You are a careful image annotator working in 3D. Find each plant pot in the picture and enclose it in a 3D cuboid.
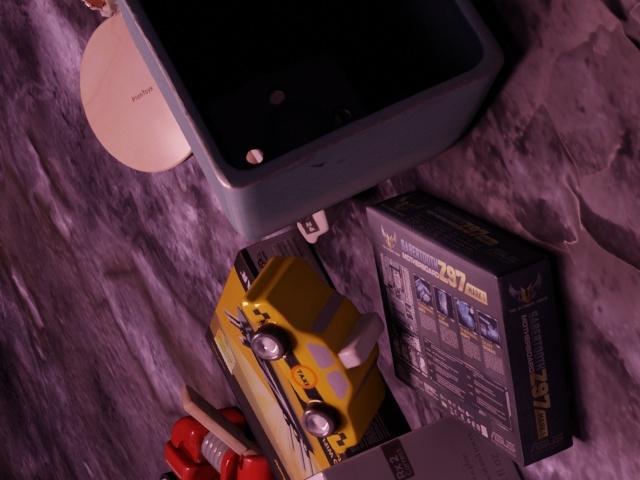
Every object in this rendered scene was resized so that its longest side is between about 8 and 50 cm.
[{"bbox_3d":[-0.018,-0.142,1.491,0.248,0.247,0.252,61,169,19],"label":"plant pot"}]

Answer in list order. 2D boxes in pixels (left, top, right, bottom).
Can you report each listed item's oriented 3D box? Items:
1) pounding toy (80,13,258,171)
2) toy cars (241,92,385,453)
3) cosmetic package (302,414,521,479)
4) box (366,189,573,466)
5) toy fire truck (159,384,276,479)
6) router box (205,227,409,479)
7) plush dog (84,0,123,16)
[{"bbox_3d":[-0.146,-0.174,1.952,0.236,0.110,0.183,7,107,33],"label":"pounding toy"},{"bbox_3d":[0.000,0.000,1.651,0.087,0.176,0.394,-18,73,34],"label":"toy cars"},{"bbox_3d":[0.085,0.264,1.655,0.151,0.183,0.151,65,158,8],"label":"cosmetic package"},{"bbox_3d":[0.130,0.072,1.550,0.232,0.059,0.183,30,136,58],"label":"box"},{"bbox_3d":[-0.129,0.273,2.230,0.217,0.158,0.246,40,132,51],"label":"toy fire truck"},{"bbox_3d":[-0.013,0.176,1.938,0.309,0.081,0.243,62,157,19],"label":"router box"},{"bbox_3d":[-0.141,-0.315,1.685,0.262,0.210,0.225,28,-158,-51],"label":"plush dog"}]
